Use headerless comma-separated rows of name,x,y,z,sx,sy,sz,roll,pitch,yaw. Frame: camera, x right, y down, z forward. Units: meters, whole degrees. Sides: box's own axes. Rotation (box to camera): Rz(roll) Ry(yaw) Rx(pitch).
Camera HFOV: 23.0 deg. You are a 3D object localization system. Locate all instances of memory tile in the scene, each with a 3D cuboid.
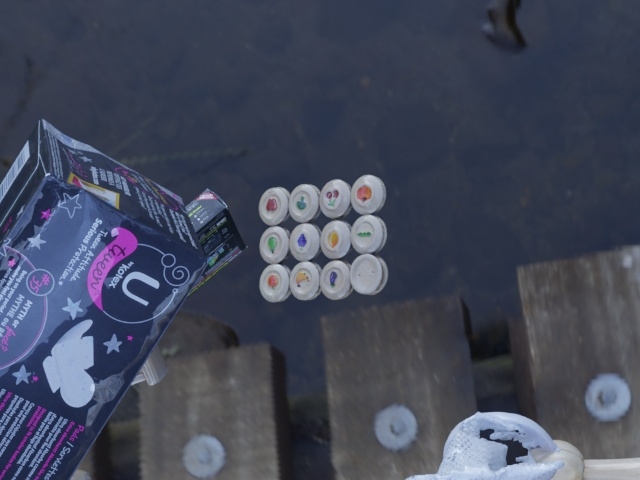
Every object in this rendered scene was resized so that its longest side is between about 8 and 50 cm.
memory tile,0.000,0.000,1.460,0.148,0.012,0.113,-6,80,37

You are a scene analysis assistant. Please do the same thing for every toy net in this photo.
toy net,0.130,0.109,0.762,0.232,0.122,0.045,9,68,-30

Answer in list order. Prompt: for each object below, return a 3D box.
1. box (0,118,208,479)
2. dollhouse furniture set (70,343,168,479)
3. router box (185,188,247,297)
box,-0.213,0.060,1.203,0.142,0.163,0.247,30,100,-20
dollhouse furniture set,-0.273,0.121,1.357,0.173,0.355,0.303,-20,98,11
router box,-0.147,0.013,1.749,0.122,0.092,0.038,-40,58,-12
